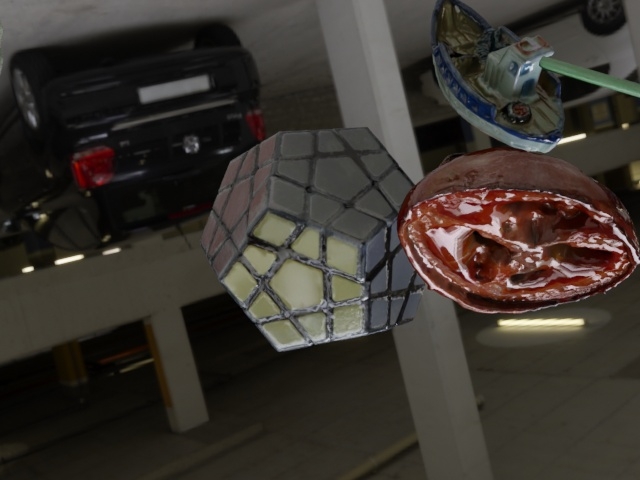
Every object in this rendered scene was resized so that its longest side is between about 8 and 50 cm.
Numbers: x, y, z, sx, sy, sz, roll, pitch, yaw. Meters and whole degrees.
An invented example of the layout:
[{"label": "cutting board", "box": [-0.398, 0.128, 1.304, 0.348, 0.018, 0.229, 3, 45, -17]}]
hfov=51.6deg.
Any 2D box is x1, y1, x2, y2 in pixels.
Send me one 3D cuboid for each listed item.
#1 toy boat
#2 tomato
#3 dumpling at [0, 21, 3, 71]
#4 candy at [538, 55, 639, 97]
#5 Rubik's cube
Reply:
[{"label": "toy boat", "box": [0.211, -0.216, 0.799, 0.114, 0.115, 0.262, -19, -131, -15]}, {"label": "tomato", "box": [0.190, -0.018, 0.651, 0.227, 0.101, 0.228, 13, 150, 8]}, {"label": "dumpling", "box": [-0.200, -0.091, 0.263, 0.111, 0.155, 0.181, -6, -154, -16]}, {"label": "candy", "box": [0.238, -0.092, 0.436, 0.193, 0.062, 0.058, 23, -168, 23]}, {"label": "Rubik's cube", "box": [0.000, 0.000, 0.886, 0.318, 0.264, 0.319, -11, 174, -1]}]
